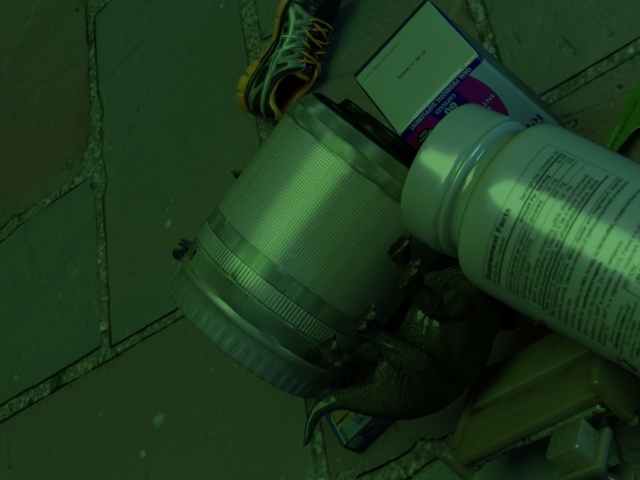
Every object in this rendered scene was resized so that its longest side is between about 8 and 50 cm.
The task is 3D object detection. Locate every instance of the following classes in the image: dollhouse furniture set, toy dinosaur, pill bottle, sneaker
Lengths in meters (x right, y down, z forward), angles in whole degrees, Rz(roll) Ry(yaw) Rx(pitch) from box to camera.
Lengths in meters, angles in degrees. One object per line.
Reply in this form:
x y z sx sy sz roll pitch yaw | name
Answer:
0.208 0.218 1.144 0.303 0.174 0.355 -34 19 41 | dollhouse furniture set
0.104 0.100 1.148 0.313 0.160 0.121 -54 16 1 | toy dinosaur
0.219 -0.002 1.015 0.283 0.160 0.160 31 91 29 | pill bottle
-0.026 -0.248 1.570 0.083 0.084 0.214 41 108 44 | sneaker

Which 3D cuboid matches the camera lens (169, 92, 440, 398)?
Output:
0.000 0.000 1.261 0.274 0.219 0.219 -53 44 7 | camera lens

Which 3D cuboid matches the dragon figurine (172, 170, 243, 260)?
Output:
-0.060 -0.014 1.471 0.289 0.085 0.144 -4 66 41 | dragon figurine

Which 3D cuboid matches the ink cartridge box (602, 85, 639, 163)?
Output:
0.350 -0.091 1.107 0.255 0.097 0.188 13 65 44 | ink cartridge box

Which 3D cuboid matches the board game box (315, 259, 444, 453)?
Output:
0.074 0.118 1.318 0.201 0.035 0.136 -45 46 15 | board game box

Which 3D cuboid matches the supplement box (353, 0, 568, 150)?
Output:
0.158 -0.132 1.238 0.111 0.220 0.114 -46 47 15 | supplement box
